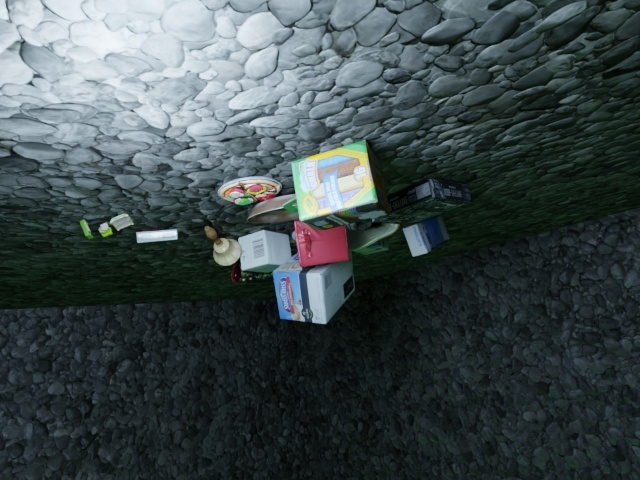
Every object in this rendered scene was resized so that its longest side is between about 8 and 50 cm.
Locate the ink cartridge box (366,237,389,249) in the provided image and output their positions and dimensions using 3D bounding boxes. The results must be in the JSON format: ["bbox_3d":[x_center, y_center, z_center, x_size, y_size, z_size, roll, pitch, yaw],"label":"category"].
[{"bbox_3d":[0.258,0.014,2.335,0.139,0.082,0.190,-15,164,24],"label":"ink cartridge box"}]

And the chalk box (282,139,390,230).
[{"bbox_3d":[0.032,-0.141,1.299,0.288,0.179,0.180,-12,168,18],"label":"chalk box"}]

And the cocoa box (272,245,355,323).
[{"bbox_3d":[-0.019,0.180,1.984,0.227,0.232,0.347,2,-160,25],"label":"cocoa box"}]

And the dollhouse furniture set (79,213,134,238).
[{"bbox_3d":[-0.704,-0.062,1.492,0.151,0.059,0.076,-26,163,-14],"label":"dollhouse furniture set"}]

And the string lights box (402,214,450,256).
[{"bbox_3d":[0.477,-0.030,2.011,0.076,0.134,0.259,-19,-179,40],"label":"string lights box"}]

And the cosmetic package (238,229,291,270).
[{"bbox_3d":[-0.242,0.052,2.002,0.151,0.152,0.183,-16,164,30],"label":"cosmetic package"}]

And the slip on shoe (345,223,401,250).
[{"bbox_3d":[0.224,-0.033,2.045,0.331,0.123,0.101,-23,165,32],"label":"slip on shoe"}]

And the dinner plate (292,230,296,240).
[{"bbox_3d":[-0.057,-0.025,2.014,0.141,0.017,0.141,-8,150,-5],"label":"dinner plate"}]

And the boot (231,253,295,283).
[{"bbox_3d":[-0.311,0.162,2.494,0.283,0.138,0.377,-1,171,-30],"label":"boot"}]

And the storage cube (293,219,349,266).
[{"bbox_3d":[0.000,0.000,1.789,0.192,0.184,0.215,-8,-179,-5],"label":"storage cube"}]

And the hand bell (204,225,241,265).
[{"bbox_3d":[-0.417,0.003,1.839,0.126,0.126,0.242,-10,155,4],"label":"hand bell"}]

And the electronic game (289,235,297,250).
[{"bbox_3d":[-0.101,0.014,2.167,0.228,0.048,0.229,-9,167,-2],"label":"electronic game"}]

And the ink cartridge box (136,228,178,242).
[{"bbox_3d":[-0.623,-0.019,1.736,0.145,0.045,0.179,-5,-175,-18],"label":"ink cartridge box"}]

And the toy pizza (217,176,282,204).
[{"bbox_3d":[-0.219,-0.149,1.414,0.201,0.032,0.201,-9,167,-2],"label":"toy pizza"}]

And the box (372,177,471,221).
[{"bbox_3d":[0.384,-0.142,1.751,0.242,0.077,0.307,1,164,-39],"label":"box"}]

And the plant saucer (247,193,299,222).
[{"bbox_3d":[-0.100,-0.113,1.543,0.310,0.050,0.310,-11,176,-1],"label":"plant saucer"}]

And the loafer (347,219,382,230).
[{"bbox_3d":[0.179,-0.083,1.812,0.084,0.096,0.267,2,-179,21],"label":"loafer"}]
